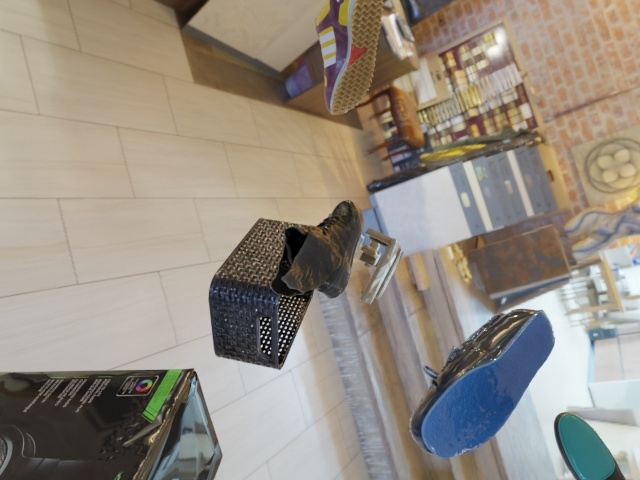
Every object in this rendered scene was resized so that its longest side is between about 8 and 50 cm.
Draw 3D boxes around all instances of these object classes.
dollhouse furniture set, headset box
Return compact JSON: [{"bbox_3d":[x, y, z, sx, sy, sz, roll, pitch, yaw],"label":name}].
[{"bbox_3d":[0.065,0.040,0.884,0.123,0.151,0.144,-62,156,-5],"label":"dollhouse furniture set"},{"bbox_3d":[-0.245,0.240,0.377,0.246,0.283,0.131,-73,157,-63],"label":"headset box"}]

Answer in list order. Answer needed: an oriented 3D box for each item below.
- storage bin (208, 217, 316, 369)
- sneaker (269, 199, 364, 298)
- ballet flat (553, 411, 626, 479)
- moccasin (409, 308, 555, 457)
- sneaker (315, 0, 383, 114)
[{"bbox_3d":[-0.066,0.062,0.584,0.180,0.085,0.122,-63,159,-57],"label":"storage bin"},{"bbox_3d":[-0.002,0.001,0.529,0.089,0.051,0.170,36,50,-29],"label":"sneaker"},{"bbox_3d":[0.422,0.366,0.673,0.068,0.072,0.213,78,-15,-55],"label":"ballet flat"},{"bbox_3d":[0.270,0.237,0.771,0.342,0.117,0.137,-26,100,-29],"label":"moccasin"},{"bbox_3d":[0.030,-0.269,0.626,0.070,0.185,0.084,-22,55,-31],"label":"sneaker"}]
